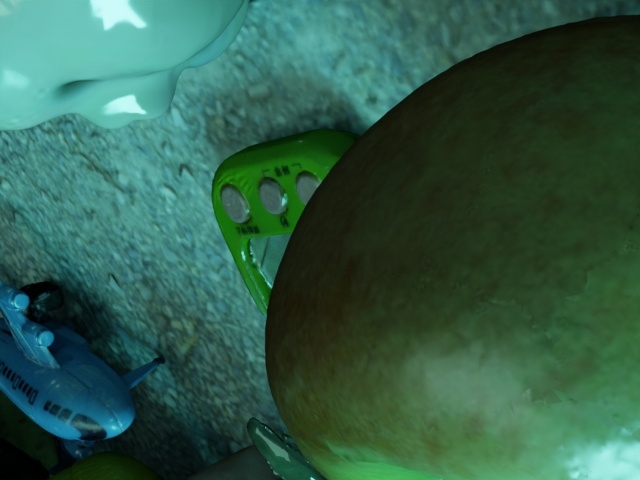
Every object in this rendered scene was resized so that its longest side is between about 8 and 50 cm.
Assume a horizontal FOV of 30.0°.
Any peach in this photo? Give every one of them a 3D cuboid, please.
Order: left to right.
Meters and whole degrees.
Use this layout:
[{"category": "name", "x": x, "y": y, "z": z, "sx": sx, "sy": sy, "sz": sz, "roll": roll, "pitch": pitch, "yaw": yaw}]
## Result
[{"category": "peach", "x": 0.114, "y": 0.041, "z": 0.434, "sx": 0.252, "sy": 0.252, "sz": 0.252, "roll": 29, "pitch": 138, "yaw": 30}]

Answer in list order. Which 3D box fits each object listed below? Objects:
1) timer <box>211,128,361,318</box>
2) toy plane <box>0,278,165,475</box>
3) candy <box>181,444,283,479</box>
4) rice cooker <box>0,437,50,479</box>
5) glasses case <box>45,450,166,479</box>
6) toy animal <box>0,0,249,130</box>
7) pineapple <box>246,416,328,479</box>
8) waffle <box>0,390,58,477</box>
[{"category": "timer", "x": 0.000, "y": 0.000, "z": 0.690, "sx": 0.140, "sy": 0.047, "sz": 0.128, "roll": -7, "pitch": 112, "yaw": 51}, {"category": "toy plane", "x": -0.227, "y": 0.105, "z": 0.983, "sx": 0.271, "sy": 0.105, "sz": 0.254, "roll": 11, "pitch": 128, "yaw": 42}, {"category": "candy", "x": -0.018, "y": 0.264, "z": 0.788, "sx": 0.255, "sy": 0.094, "sz": 0.255, "roll": 63, "pitch": -178, "yaw": -5}, {"category": "rice cooker", "x": -0.338, "y": 0.280, "z": 1.039, "sx": 0.267, "sy": 0.224, "sz": 0.267, "roll": 28, "pitch": 154, "yaw": 15}, {"category": "glasses case", "x": -0.115, "y": 0.332, "z": 0.981, "sx": 0.173, "sy": 0.141, "sz": 0.371, "roll": 53, "pitch": 167, "yaw": 51}, {"category": "toy animal", "x": -0.135, "y": -0.175, "z": 0.576, "sx": 0.368, "sy": 0.196, "sz": 0.241, "roll": 19, "pitch": 131, "yaw": 42}, {"category": "pineapple", "x": 0.085, "y": 0.239, "z": 0.695, "sx": 0.364, "sy": 0.165, "sz": 0.165, "roll": 55, "pitch": 144, "yaw": 0}, {"category": "waffle", "x": -0.330, "y": 0.209, "z": 1.225, "sx": 0.168, "sy": 0.057, "sz": 0.274, "roll": 10, "pitch": 126, "yaw": 45}]
